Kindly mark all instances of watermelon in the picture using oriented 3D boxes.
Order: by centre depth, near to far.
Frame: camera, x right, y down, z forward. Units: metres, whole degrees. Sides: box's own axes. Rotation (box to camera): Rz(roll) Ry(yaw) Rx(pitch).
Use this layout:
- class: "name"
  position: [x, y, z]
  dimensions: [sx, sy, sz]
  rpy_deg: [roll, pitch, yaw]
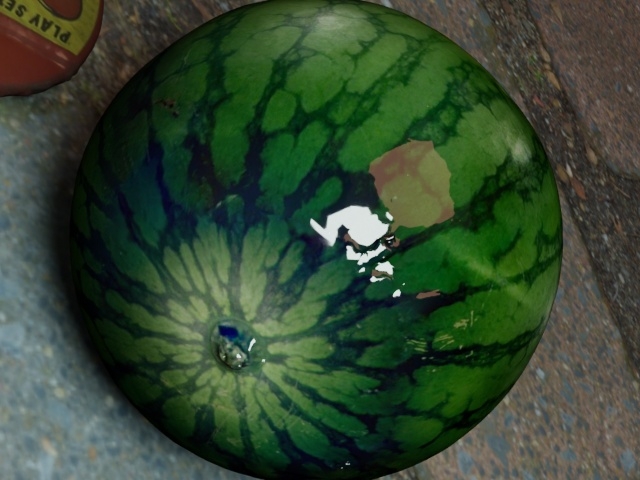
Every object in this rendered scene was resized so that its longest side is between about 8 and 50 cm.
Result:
- class: "watermelon"
  position: [0.000, 0.000, 0.908]
  dimensions: [0.363, 0.363, 0.363]
  rpy_deg: [34, 41, -35]

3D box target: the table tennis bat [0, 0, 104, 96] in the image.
- class: "table tennis bat"
  position: [-0.267, -0.193, 0.956]
  dimensions: [0.268, 0.051, 0.414]
  rpy_deg: [29, 41, -39]
